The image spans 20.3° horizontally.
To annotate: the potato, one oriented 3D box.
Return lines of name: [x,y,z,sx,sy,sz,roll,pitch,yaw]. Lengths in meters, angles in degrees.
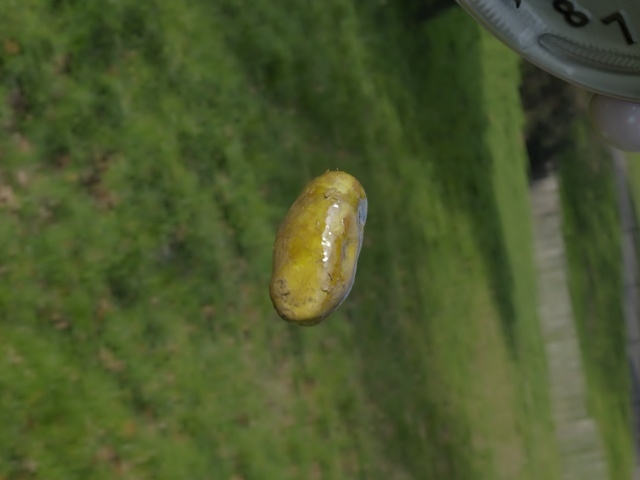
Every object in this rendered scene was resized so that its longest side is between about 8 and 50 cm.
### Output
potato: [0.000,0.000,0.903,0.046,0.045,0.092,82,22,-54]

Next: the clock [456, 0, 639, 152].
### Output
clock: [0.188,-0.229,1.139,0.326,0.342,0.184,36,62,-15]
